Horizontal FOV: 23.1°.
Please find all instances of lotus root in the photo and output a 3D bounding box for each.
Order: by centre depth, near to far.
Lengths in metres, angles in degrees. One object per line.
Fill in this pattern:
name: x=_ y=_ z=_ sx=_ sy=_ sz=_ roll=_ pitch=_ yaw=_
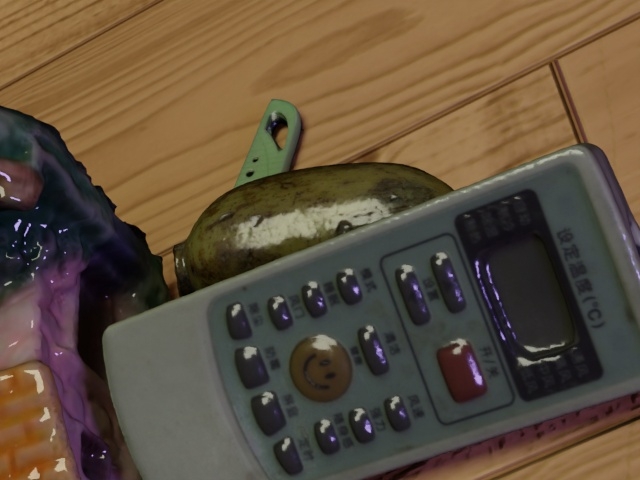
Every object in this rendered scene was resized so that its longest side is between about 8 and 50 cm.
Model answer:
lotus root: x=0.000 y=0.000 z=0.841 sx=0.179 sy=0.089 sz=0.080 roll=-13 pitch=70 yaw=19

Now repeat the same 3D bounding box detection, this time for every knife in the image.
knife: x=-0.058 y=0.031 z=0.909 sx=0.043 sy=0.020 sz=0.293 roll=-7 pitch=51 yaw=34

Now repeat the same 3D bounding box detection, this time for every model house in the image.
model house: x=-0.208 y=0.081 z=0.824 sx=0.202 sy=0.237 sz=0.237 roll=-18 pitch=51 yaw=14

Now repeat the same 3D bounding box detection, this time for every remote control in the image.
remote control: x=0.025 y=0.054 z=0.768 sx=0.285 sy=0.038 sz=0.123 roll=-19 pitch=88 yaw=20
